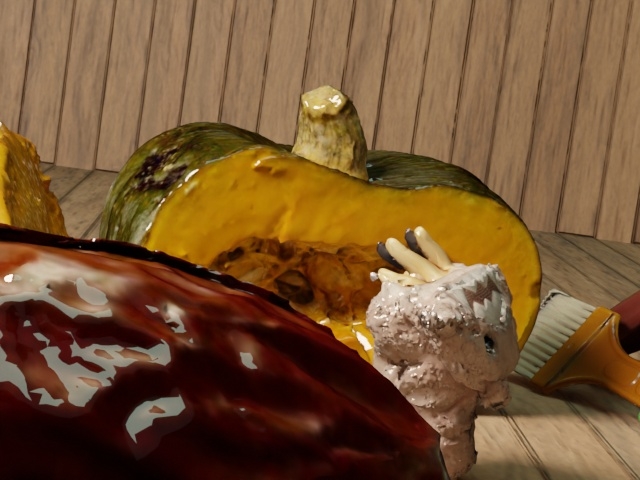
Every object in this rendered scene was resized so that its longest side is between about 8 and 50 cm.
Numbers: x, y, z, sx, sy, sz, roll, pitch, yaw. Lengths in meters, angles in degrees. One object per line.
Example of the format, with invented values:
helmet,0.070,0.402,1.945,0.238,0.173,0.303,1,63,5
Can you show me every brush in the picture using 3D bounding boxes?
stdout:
brush,0.241,0.107,1.411,0.017,0.090,0.314,50,-11,-29

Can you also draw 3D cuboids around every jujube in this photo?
jujube,-0.083,0.091,0.565,0.243,0.183,0.183,15,3,-19

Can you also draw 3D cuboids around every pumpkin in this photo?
pumpkin,0.000,0.000,1.332,0.317,0.222,0.139,7,5,-19

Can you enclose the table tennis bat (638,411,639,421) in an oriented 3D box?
table tennis bat,0.279,0.151,1.180,0.160,0.039,0.257,5,12,-22

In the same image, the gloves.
gloves,0.071,0.073,1.113,0.094,0.144,0.110,10,28,12

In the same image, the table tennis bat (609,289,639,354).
table tennis bat,0.347,0.049,1.644,0.268,0.051,0.415,-27,-12,2

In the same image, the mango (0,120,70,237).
mango,-0.201,0.032,0.953,0.201,0.199,0.350,32,-2,-23
